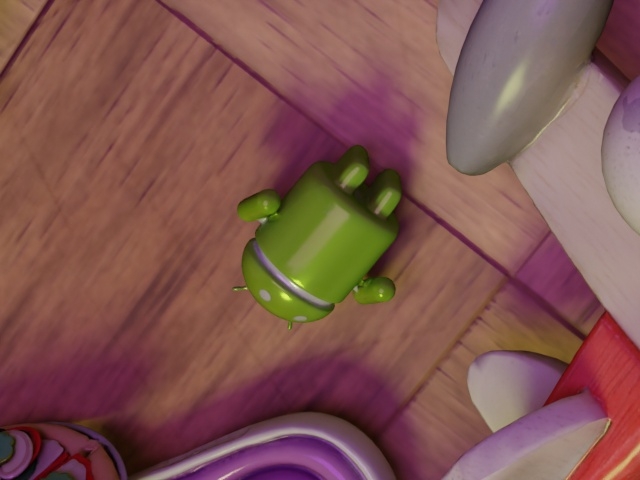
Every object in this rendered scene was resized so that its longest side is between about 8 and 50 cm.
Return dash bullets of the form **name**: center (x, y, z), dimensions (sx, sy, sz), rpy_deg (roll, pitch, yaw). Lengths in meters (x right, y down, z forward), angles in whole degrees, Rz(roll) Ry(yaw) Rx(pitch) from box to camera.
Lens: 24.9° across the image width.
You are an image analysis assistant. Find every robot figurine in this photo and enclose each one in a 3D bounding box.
- **robot figurine**: center (0.000, 0.000, 0.856), dimensions (0.101, 0.067, 0.115), rpy_deg (36, 106, -14)

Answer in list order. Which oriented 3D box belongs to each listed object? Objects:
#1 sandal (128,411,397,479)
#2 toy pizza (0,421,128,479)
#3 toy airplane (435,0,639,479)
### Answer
- **sandal**: center (-0.140, 0.239, 0.906), dimensions (0.416, 0.102, 0.169), rpy_deg (-38, 83, 15)
- **toy pizza**: center (-0.211, 0.179, 0.878), dimensions (0.201, 0.201, 0.032), rpy_deg (-15, 125, 16)
- **toy airplane**: center (0.189, 0.008, 0.677), dimensions (0.386, 0.272, 0.384), rpy_deg (1, 71, 35)
